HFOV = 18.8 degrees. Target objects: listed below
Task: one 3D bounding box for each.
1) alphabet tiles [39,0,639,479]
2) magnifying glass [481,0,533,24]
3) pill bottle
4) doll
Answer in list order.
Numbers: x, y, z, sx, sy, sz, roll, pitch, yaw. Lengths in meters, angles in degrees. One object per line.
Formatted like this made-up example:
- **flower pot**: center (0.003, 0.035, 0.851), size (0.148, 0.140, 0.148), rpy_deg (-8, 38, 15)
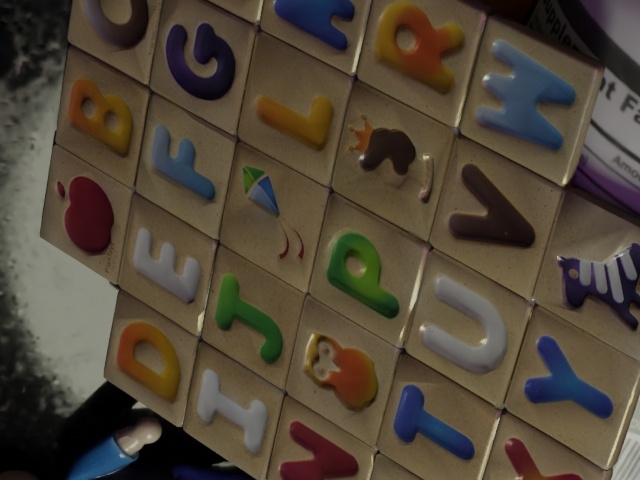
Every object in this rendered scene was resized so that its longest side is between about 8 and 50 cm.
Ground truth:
- **alphabet tiles**: center (0.000, 0.000, 0.899), size (0.342, 0.011, 0.285), rpy_deg (30, 124, 28)
- **magnifying glass**: center (0.145, -0.142, 0.953), size (0.231, 0.026, 0.092), rpy_deg (-31, 118, 11)
- **pill bottle**: center (0.181, -0.043, 0.882), size (0.210, 0.210, 0.363), rpy_deg (15, 125, -12)
- **doll**: center (-0.095, 0.150, 1.092), size (0.189, 0.046, 0.129), rpy_deg (5, 129, 0)
